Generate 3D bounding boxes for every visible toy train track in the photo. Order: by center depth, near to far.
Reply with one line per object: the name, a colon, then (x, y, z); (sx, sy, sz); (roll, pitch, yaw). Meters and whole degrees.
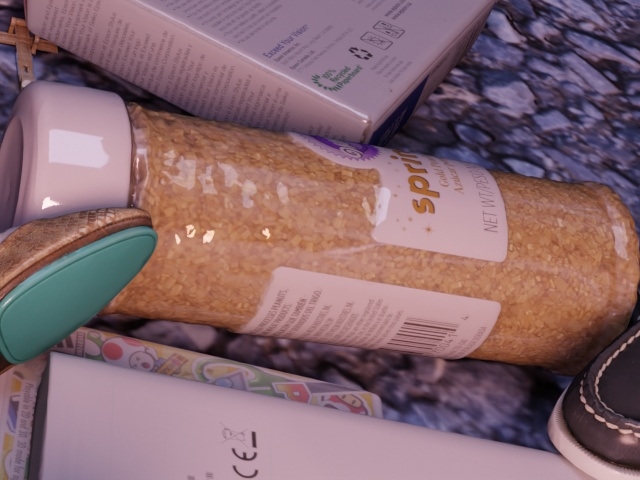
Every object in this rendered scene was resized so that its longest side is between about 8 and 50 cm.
toy train track: (-0.192, -0.125, 1.001); (0.048, 0.014, 0.083); (9, 37, -22)

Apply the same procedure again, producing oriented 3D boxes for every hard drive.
hard drive: (0.022, 0.157, 0.681); (0.307, 0.040, 0.203); (14, 36, -16)

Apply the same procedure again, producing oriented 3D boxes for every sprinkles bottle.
sprinkles bottle: (0.000, 0.000, 0.855); (0.355, 0.121, 0.121); (9, 37, -22)

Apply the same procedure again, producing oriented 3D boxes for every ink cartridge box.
ink cartridge box: (-0.064, -0.188, 1.113); (0.330, 0.071, 0.324); (28, 31, 9)

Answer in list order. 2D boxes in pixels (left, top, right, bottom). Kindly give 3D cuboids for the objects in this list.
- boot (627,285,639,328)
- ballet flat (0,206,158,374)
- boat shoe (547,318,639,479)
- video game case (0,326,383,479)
boot: (0.315, 0.141, 0.886); (0.223, 0.118, 0.338); (-5, 34, -30)
ballet flat: (-0.166, 0.037, 0.698); (0.067, 0.073, 0.206); (36, 58, 21)
boat shoe: (0.245, 0.042, 0.835); (0.302, 0.091, 0.114); (-23, 46, -37)
video game case: (-0.059, 0.134, 0.720); (0.206, 0.026, 0.227); (14, 35, -15)
